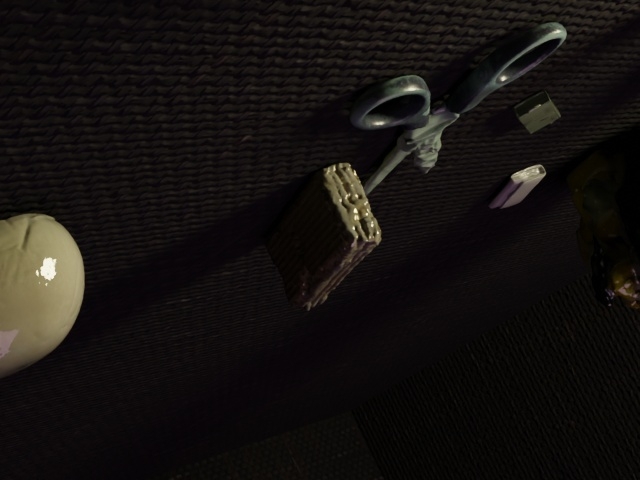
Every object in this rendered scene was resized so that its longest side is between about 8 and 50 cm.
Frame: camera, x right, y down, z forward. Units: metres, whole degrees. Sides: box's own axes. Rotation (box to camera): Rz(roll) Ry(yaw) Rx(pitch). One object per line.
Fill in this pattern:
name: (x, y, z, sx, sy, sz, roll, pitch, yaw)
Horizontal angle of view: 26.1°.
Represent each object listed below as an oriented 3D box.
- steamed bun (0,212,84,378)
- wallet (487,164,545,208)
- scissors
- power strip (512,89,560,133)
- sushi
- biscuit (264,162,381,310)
steamed bun: (-0.322, 0.068, 1.276, 0.228, 0.131, 0.177, -20, 167, -35)
wallet: (0.307, -0.082, 2.159, 0.061, 0.025, 0.122, -15, 165, -16)
scissors: (0.118, -0.128, 1.587, 0.256, 0.029, 0.383, -21, 168, -17)
power strip: (0.280, -0.164, 1.780, 0.051, 0.019, 0.136, -31, 167, 12)
sushi: (0.537, -0.021, 2.206, 0.285, 0.328, 0.328, -20, 173, 26)
biscuit: (0.000, 0.000, 1.684, 0.062, 0.108, 0.239, -18, 165, -24)
